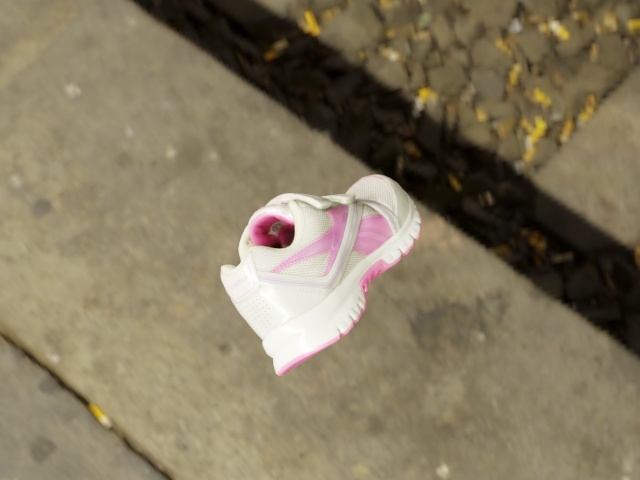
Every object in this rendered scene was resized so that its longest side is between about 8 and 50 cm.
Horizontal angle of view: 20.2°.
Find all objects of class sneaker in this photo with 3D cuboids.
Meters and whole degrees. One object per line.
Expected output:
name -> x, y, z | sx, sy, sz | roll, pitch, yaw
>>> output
sneaker -> 0.000, 0.000, 1.500 | 0.103, 0.111, 0.252 | -34, 11, 32
